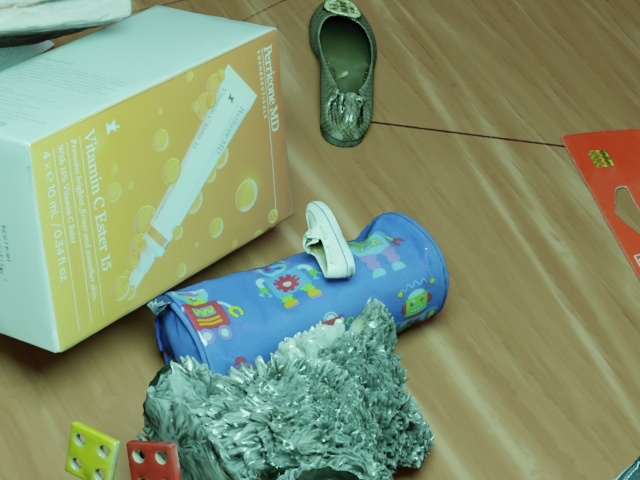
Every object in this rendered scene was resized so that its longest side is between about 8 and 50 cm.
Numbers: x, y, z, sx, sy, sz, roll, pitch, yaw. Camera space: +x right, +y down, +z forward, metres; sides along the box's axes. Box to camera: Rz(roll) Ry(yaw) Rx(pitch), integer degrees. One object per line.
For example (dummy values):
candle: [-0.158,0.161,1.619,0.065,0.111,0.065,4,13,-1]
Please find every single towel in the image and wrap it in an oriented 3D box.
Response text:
towel: [-0.388,-0.218,1.747,0.317,0.053,0.332,-10,5,-28]

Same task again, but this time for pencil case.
pencil case: [-0.024,0.067,1.728,0.306,0.119,0.133,-20,41,-27]

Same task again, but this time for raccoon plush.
raccoon plush: [0.052,0.204,1.494,0.299,0.216,0.446,-21,28,-32]

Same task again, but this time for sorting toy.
sorting toy: [-0.143,0.278,1.461,0.132,0.274,0.046,-4,12,31]

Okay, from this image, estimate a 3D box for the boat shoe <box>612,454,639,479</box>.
boat shoe: [0.339,0.212,1.681,0.065,0.083,0.183,38,51,24]

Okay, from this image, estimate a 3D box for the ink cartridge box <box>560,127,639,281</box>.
ink cartridge box: [0.436,-0.060,1.984,0.239,0.060,0.275,-6,48,-18]

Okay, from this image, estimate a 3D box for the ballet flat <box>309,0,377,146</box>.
ballet flat: [0.029,-0.212,2.051,0.084,0.058,0.250,7,45,-5]

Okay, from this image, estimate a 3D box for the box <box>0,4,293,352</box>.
box: [-0.203,-0.071,1.700,0.168,0.215,0.345,15,32,35]

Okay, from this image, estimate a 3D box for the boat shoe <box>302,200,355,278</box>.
boat shoe: [0.000,0.000,1.691,0.035,0.035,0.100,-9,50,-21]

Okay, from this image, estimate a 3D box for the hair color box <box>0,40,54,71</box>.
hair color box: [-0.391,-0.190,1.953,0.093,0.053,0.167,35,49,20]
